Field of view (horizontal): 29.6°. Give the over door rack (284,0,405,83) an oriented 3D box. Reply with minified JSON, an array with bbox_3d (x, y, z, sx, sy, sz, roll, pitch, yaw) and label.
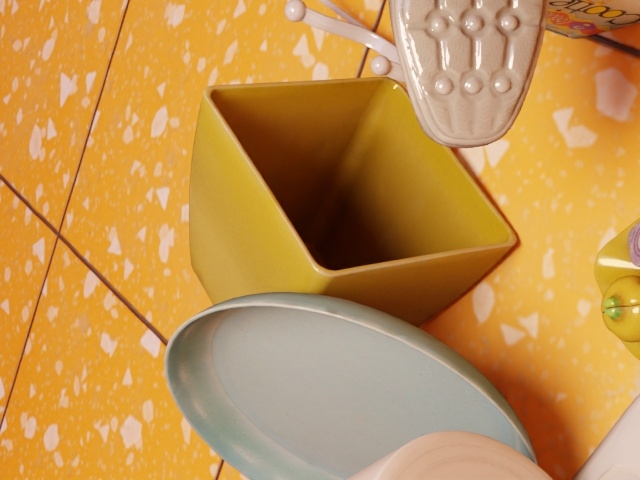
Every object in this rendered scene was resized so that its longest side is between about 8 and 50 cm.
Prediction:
[{"bbox_3d":[0.034,-0.326,1.159,0.324,0.108,0.240,50,120,43],"label":"over door rack"}]

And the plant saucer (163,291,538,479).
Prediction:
[{"bbox_3d":[0.026,0.142,0.974,0.317,0.317,0.044,-23,32,47],"label":"plant saucer"}]

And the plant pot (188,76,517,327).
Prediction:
[{"bbox_3d":[0.000,0.000,1.061,0.212,0.212,0.187,57,137,30],"label":"plant pot"}]

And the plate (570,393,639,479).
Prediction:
[{"bbox_3d":[0.228,0.290,0.860,0.278,0.045,0.277,-57,44,27],"label":"plate"}]

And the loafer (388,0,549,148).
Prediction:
[{"bbox_3d":[0.096,-0.218,0.851,0.111,0.112,0.320,115,156,-82],"label":"loafer"}]

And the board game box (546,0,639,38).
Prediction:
[{"bbox_3d":[0.204,-0.313,0.917,0.142,0.144,0.275,-7,79,50],"label":"board game box"}]

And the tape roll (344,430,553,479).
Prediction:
[{"bbox_3d":[0.071,0.273,0.827,0.169,0.246,0.246,-38,56,40],"label":"tape roll"}]

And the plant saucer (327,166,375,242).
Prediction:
[{"bbox_3d":[0.030,-0.038,1.184,0.083,0.015,0.083,-11,75,48],"label":"plant saucer"}]

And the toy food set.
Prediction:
[{"bbox_3d":[0.268,0.010,0.839,0.218,0.071,0.128,-37,56,41],"label":"toy food set"}]
